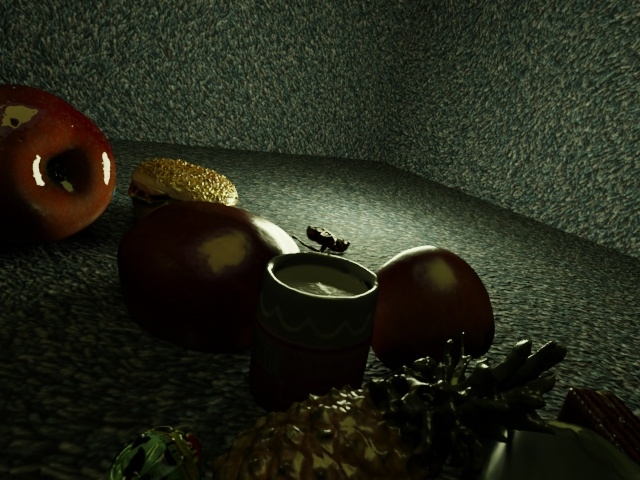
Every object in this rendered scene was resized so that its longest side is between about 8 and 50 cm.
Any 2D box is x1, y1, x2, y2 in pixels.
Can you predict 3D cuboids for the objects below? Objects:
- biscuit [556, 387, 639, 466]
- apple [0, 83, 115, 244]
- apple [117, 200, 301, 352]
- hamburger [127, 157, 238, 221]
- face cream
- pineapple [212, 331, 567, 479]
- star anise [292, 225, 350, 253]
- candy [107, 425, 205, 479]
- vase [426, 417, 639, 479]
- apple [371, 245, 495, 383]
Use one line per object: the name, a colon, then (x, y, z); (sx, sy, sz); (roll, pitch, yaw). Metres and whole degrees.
biscuit: (0.378, 0.319, 0.498); (0.073, 0.107, 0.388); (9, 19, -4)
apple: (-0.618, -0.156, 0.989); (0.277, 0.348, 0.348); (6, 13, 33)
apple: (-0.211, 0.062, 0.915); (0.365, 0.295, 0.329); (22, -16, 27)
hamburger: (-0.378, -0.129, 1.286); (0.302, 0.170, 0.302); (11, 19, -4)
face cream: (-0.011, 0.135, 0.684); (0.175, 0.195, 0.175); (9, 20, -3)
pineapple: (0.077, 0.184, 0.449); (0.340, 0.169, 0.169); (-29, 29, -7)
star anise: (0.000, 0.000, 1.263); (0.190, 0.070, 0.097); (21, 12, -37)
candy: (-0.238, 0.266, 0.401); (0.091, 0.083, 0.305); (27, 33, 35)
vase: (0.153, 0.298, 0.414); (0.251, 0.156, 0.301); (-10, 9, 41)
apple: (0.184, 0.132, 0.796); (0.230, 0.230, 0.230); (9, 19, -3)
